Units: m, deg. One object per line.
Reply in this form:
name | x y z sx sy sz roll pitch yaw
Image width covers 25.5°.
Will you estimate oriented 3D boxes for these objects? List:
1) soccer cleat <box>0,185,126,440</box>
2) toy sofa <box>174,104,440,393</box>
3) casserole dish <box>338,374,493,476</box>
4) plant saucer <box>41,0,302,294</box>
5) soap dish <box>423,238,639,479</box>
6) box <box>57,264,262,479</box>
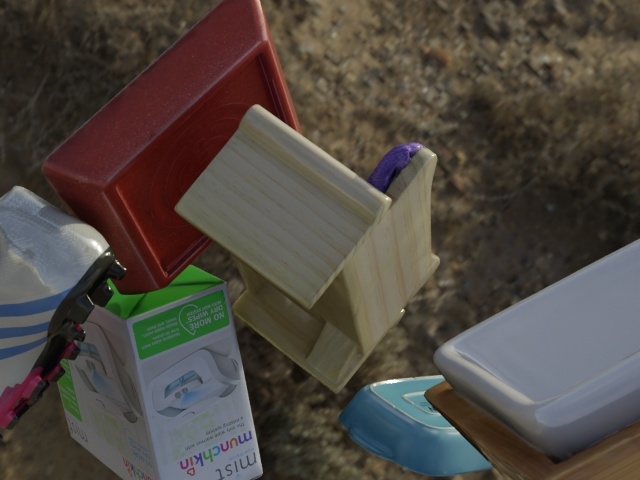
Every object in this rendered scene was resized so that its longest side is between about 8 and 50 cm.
soccer cleat | -0.294 0.068 1.336 0.143 0.331 0.116 39 45 0
toy sofa | 0.000 0.000 1.326 0.150 0.362 0.177 36 79 15
casserole dish | 0.101 0.147 1.163 0.188 0.037 0.114 0 22 -46
plant saucer | -0.117 -0.079 1.339 0.047 0.258 0.259 38 74 26
soap dish | 0.227 0.072 0.838 0.291 0.229 0.118 -26 99 -8
box | -0.192 0.136 1.544 0.126 0.262 0.231 -20 114 -28
